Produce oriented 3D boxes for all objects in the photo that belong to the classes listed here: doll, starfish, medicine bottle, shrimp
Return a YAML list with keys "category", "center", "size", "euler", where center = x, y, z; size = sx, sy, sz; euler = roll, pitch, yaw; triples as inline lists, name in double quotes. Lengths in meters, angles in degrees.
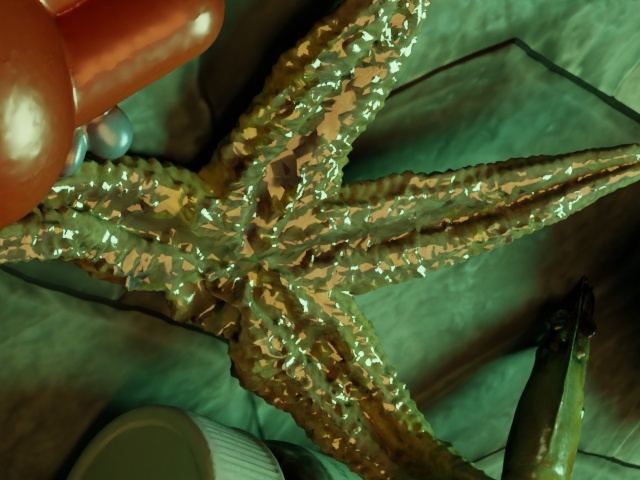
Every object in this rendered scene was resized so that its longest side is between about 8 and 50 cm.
- category: "doll"
  center: [-0.181, -0.074, 0.728]
  size: [0.290, 0.130, 0.161]
  euler: [-33, 117, -15]
- category: "starfish"
  center: [-0.001, -0.001, 0.894]
  size: [0.384, 0.132, 0.398]
  euler: [-43, 110, 4]
- category: "medicine bottle"
  center: [-0.027, 0.214, 1.020]
  size: [0.273, 0.165, 0.165]
  euler: [28, 105, -43]
- category: "shrimp"
  center: [0.151, 0.163, 1.158]
  size: [0.051, 0.198, 0.262]
  euler: [15, 75, 0]
